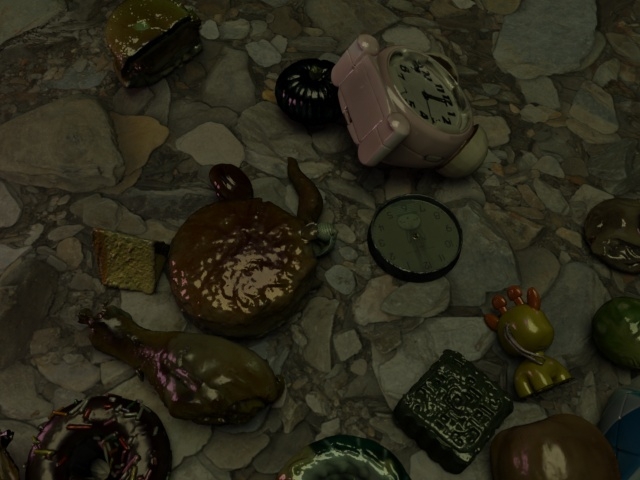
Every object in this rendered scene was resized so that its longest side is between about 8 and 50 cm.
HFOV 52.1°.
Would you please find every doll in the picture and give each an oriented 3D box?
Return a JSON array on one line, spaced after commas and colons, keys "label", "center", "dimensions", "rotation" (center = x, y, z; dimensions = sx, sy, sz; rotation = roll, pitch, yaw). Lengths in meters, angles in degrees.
[{"label": "doll", "center": [0.409, 0.201, 1.312], "dimensions": [0.135, 0.143, 0.220], "rotation": [0, 62, -36]}]

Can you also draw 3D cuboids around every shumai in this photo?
[{"label": "shumai", "center": [0.701, -0.026, 1.456], "dimensions": [0.201, 0.120, 0.201], "rotation": [1, 63, -3]}]

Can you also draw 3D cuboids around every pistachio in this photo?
[{"label": "pistachio", "center": [0.416, 0.441, 1.146], "dimensions": [0.213, 0.163, 0.260], "rotation": [-17, 68, 27]}]

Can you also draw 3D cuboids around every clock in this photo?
[{"label": "clock", "center": [0.213, -0.009, 1.468], "dimensions": [0.215, 0.042, 0.214], "rotation": [1, 60, -2]}, {"label": "clock", "center": [0.219, -0.305, 1.524], "dimensions": [0.326, 0.184, 0.342], "rotation": [0, 66, -32]}]

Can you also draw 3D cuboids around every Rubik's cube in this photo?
[{"label": "Rubik's cube", "center": [0.598, 0.343, 1.181], "dimensions": [0.255, 0.254, 0.254], "rotation": [1, 60, -2]}]

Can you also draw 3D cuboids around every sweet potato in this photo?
[{"label": "sweet potato", "center": [-0.033, -0.105, 1.507], "dimensions": [0.069, 0.059, 0.249], "rotation": [8, 45, -24]}]

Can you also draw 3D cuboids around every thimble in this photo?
[{"label": "thimble", "center": [0.043, 0.484, 1.100], "dimensions": [0.254, 0.167, 0.288], "rotation": [-15, 61, -9]}]

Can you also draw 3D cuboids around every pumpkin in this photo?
[{"label": "pumpkin", "center": [-0.015, -0.367, 1.615], "dimensions": [0.194, 0.150, 0.194], "rotation": [12, 26, -6]}]

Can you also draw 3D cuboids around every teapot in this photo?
[{"label": "teapot", "center": [-0.206, -0.117, 1.499], "dimensions": [0.129, 0.078, 0.098], "rotation": [50, 28, 9]}]

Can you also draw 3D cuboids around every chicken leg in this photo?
[{"label": "chicken leg", "center": [-0.283, 0.228, 1.264], "dimensions": [0.429, 0.152, 0.201], "rotation": [21, 48, 18]}]

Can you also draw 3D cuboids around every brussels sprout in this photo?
[{"label": "brussels sprout", "center": [0.631, 0.186, 1.329], "dimensions": [0.155, 0.117, 0.155], "rotation": [1, 50, -1]}]

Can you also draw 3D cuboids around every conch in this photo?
[{"label": "conch", "center": [0.004, 0.000, 1.445], "dimensions": [0.057, 0.085, 0.076], "rotation": [17, 55, -46]}]

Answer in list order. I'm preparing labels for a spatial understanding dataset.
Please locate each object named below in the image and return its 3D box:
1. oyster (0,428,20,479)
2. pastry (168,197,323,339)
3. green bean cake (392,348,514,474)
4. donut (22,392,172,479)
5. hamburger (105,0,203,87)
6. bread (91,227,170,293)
[{"label": "oyster", "center": [-0.651, 0.440, 1.120], "dimensions": [0.361, 0.096, 0.221], "rotation": [-5, 70, 9]}, {"label": "pastry", "center": [-0.164, 0.056, 1.358], "dimensions": [0.330, 0.136, 0.329], "rotation": [1, 61, -1]}, {"label": "green bean cake", "center": [0.253, 0.321, 1.246], "dimensions": [0.181, 0.094, 0.173], "rotation": [-40, 68, -23]}, {"label": "donut", "center": [-0.398, 0.400, 1.168], "dimensions": [0.270, 0.103, 0.269], "rotation": [2, 59, -4]}, {"label": "hamburger", "center": [-0.436, -0.521, 1.664], "dimensions": [0.192, 0.167, 0.288], "rotation": [40, 66, 18]}, {"label": "bread", "center": [-0.402, 0.031, 1.361], "dimensions": [0.147, 0.152, 0.127], "rotation": [11, 70, 4]}]
